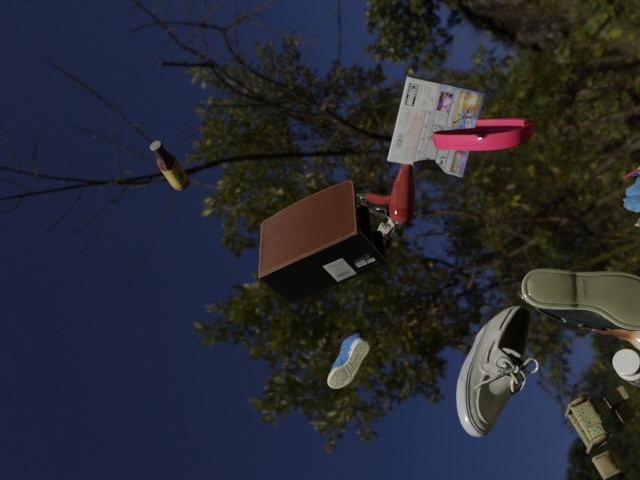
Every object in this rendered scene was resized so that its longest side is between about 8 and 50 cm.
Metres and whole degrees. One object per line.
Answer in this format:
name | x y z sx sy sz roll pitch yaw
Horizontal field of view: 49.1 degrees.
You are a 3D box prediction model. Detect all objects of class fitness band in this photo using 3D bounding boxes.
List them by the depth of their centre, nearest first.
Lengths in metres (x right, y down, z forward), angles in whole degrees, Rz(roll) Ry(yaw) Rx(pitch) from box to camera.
fitness band | 0.452 -0.292 1.946 0.209 0.291 0.054 -26 -68 -39

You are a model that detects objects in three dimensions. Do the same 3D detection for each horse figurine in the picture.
horse figurine | 0.812 0.240 1.752 0.174 0.263 0.066 -20 -44 -46

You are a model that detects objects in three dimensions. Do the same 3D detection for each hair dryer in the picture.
hair dryer | 0.203 -0.125 2.221 0.080 0.293 0.223 -2 -132 -51

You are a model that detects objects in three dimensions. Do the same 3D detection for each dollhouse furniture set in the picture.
dollhouse furniture set | 0.729 0.465 1.736 0.101 0.161 0.182 70 176 -56

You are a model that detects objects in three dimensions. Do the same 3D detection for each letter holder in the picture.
letter holder | 0.000 0.000 1.860 0.152 0.302 0.214 45 -151 -41

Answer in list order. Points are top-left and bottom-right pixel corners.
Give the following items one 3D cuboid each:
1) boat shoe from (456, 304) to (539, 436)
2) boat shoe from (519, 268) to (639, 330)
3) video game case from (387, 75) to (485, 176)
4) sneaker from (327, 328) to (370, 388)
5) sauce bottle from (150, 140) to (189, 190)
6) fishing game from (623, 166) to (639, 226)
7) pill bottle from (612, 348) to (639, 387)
boat shoe | 0.458 0.311 1.732 0.136 0.156 0.367 42 -127 -17
boat shoe | 0.613 0.140 1.572 0.113 0.340 0.127 84 -169 -72
video game case | 0.358 -0.356 2.188 0.061 0.244 0.269 -70 -7 -72
sneaker | 0.064 0.283 1.705 0.058 0.152 0.084 26 -163 -17
sauce bottle | -0.318 -0.157 1.475 0.128 0.042 0.042 64 -151 -53
fishing game | 0.894 -0.142 1.855 0.041 0.189 0.264 43 -149 -15
pill bottle | 0.793 0.322 1.772 0.137 0.078 0.078 30 -126 -45
